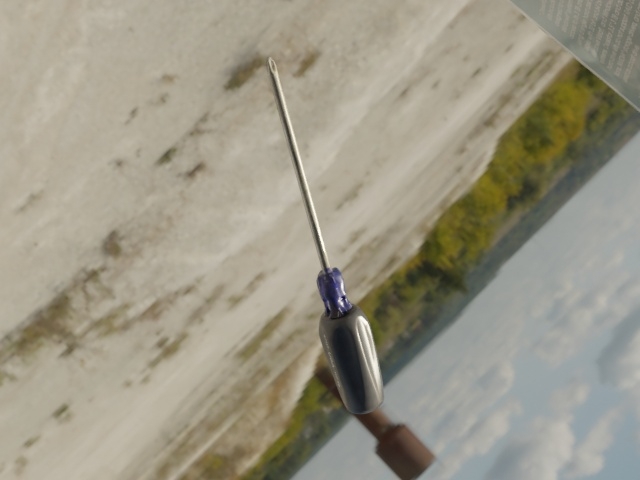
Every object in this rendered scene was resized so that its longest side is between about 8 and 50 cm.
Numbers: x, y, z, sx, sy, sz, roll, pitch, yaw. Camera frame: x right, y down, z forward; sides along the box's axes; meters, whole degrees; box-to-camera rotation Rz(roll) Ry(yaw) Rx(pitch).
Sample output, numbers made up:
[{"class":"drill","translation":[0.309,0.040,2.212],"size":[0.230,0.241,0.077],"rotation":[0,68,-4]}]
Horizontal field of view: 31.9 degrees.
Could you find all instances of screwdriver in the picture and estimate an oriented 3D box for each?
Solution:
[{"class":"screwdriver","translation":[0.000,0.000,0.496],"size":[0.024,0.170,0.025],"rotation":[-13,-166,9]}]

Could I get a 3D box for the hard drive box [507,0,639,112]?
[{"class":"hard drive box","translation":[0.134,-0.155,0.383],"size":[0.181,0.232,0.089],"rotation":[-42,164,-7]}]
